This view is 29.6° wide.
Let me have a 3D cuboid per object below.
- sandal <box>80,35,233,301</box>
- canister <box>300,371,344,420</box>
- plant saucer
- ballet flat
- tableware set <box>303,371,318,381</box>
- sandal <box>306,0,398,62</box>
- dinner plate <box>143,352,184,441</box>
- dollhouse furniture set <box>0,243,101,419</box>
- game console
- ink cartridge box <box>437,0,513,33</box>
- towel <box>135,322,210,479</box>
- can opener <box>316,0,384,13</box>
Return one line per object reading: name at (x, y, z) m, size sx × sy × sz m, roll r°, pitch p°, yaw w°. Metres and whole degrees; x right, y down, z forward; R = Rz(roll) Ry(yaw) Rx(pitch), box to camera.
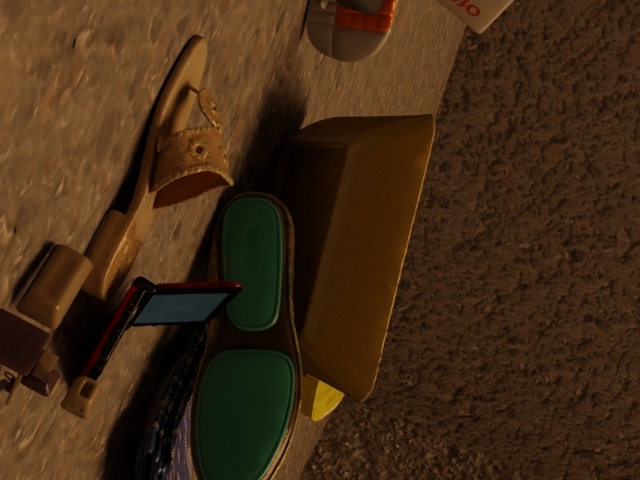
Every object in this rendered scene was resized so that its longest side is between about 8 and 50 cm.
sandal at (-0.114, -0.050, 1.016) m, size 0.088 × 0.079 × 0.240 m, roll 84°, pitch 29°, yaw -74°
canister at (-0.044, 0.154, 1.689) m, size 0.073 × 0.170 × 0.126 m, roll -32°, pitch 147°, yaw -37°
plant saucer at (0.000, 0.000, 1.470) m, size 0.333 × 0.081 × 0.332 m, roll -167°, pitch -89°, yaw -68°
ballet flat at (-0.077, 0.121, 1.356) m, size 0.123 × 0.123 × 0.348 m, roll 82°, pitch 10°, yaw -75°
tableware set at (-0.002, 0.104, 1.554) m, size 0.104 × 0.024 × 0.154 m, roll 162°, pitch -60°, yaw -66°
sandal at (0.058, -0.325, 1.364) m, size 0.076 × 0.102 × 0.265 m, roll -53°, pitch 162°, yaw -53°
dinner plate at (-0.184, 0.191, 1.446) m, size 0.141 × 0.017 × 0.141 m, roll 23°, pitch 90°, yaw -82°
dollhouse furniture set at (-0.190, 0.071, 0.882) m, size 0.081 × 0.091 × 0.114 m, roll -53°, pitch -169°, yaw 53°
game console at (-0.144, 0.087, 1.048) m, size 0.124 × 0.085 × 0.144 m, roll -64°, pitch -172°, yaw -23°
ink cartridge box at (0.210, -0.416, 1.460) m, size 0.283 × 0.207 × 0.117 m, roll -45°, pitch -170°, yaw 50°
towel at (-0.150, 0.212, 1.456) m, size 0.336 × 0.040 × 0.243 m, roll -69°, pitch 171°, yaw -48°
can opener at (0.020, -0.294, 1.201) m, size 0.283 × 0.095 × 0.076 m, roll 47°, pitch 64°, yaw -82°
